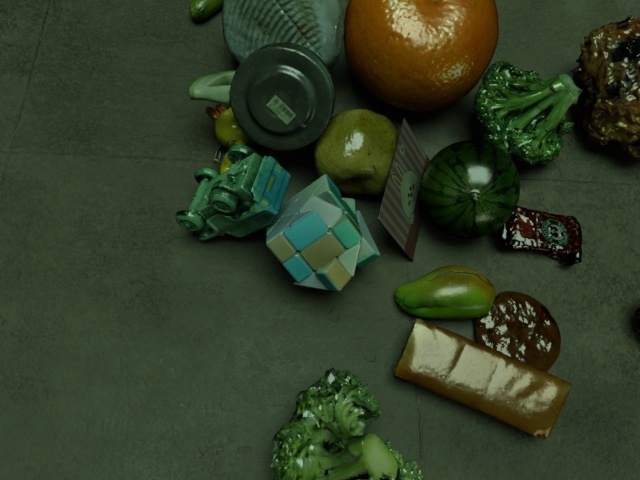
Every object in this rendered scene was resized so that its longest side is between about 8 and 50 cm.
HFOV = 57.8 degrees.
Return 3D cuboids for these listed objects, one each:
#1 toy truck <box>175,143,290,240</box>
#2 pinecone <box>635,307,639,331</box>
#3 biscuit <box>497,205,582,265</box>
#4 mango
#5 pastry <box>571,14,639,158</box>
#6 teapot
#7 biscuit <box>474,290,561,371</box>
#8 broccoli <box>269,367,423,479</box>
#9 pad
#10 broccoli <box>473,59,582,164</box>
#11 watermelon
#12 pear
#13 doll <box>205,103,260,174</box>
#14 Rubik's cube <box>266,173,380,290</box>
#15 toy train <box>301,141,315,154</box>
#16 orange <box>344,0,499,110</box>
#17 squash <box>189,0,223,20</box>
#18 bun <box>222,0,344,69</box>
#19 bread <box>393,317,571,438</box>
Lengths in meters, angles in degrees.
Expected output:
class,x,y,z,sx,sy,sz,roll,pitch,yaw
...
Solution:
class,x,y,z,sx,sy,sz,roll,pitch,yaw
toy truck,-0.201,-0.095,1.321,0.156,0.279,0.155,34,56,-28
pinecone,0.818,0.186,1.381,0.140,0.121,0.140,4,64,-7
biscuit,0.556,-0.024,1.481,0.235,0.063,0.151,13,64,-3
mango,0.292,0.122,1.360,0.233,0.111,0.125,1,52,7
pastry,0.864,-0.442,1.596,0.337,0.292,0.405,26,74,18
teapot,-0.113,-0.347,1.412,0.322,0.239,0.239,-21,21,18
biscuit,0.467,0.219,1.371,0.212,0.036,0.212,2,66,-5
broccoli,0.070,0.433,1.102,0.249,0.302,0.375,26,51,-37
pad,0.218,-0.126,1.437,0.005,0.202,0.299,-3,57,34
broccoli,0.544,-0.343,1.528,0.308,0.275,0.307,17,58,-28
watermelon,0.359,-0.124,1.406,0.242,0.242,0.242,3,64,-5
pear,0.092,-0.227,1.444,0.228,0.188,0.211,20,65,-34
doll,-0.216,-0.260,1.484,0.143,0.135,0.221,7,52,-40
Rubik's cube,0.000,0.000,1.331,0.224,0.265,0.213,-35,112,12
toy train,-0.026,-0.329,1.571,0.044,0.042,0.209,15,60,-25
orange,0.259,-0.548,1.552,0.424,0.326,0.424,2,78,-8
squash,-0.299,-0.730,1.716,0.069,0.069,0.239,37,66,11
bun,-0.087,-0.573,1.525,0.354,0.354,0.194,27,48,7
bread,0.351,0.305,1.283,0.361,0.077,0.138,23,79,5
